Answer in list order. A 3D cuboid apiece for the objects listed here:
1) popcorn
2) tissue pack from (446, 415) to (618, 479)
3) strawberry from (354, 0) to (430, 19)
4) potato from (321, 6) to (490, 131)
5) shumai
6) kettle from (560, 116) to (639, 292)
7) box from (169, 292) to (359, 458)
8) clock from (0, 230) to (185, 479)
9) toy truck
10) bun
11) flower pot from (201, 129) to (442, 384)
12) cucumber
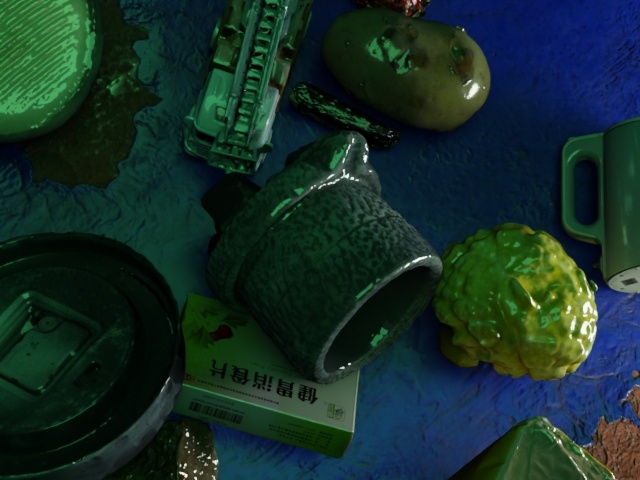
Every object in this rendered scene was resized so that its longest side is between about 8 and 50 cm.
[{"bbox_3d":[0.277,0.105,1.792,0.237,0.251,0.206,-5,49,22],"label":"popcorn"},{"bbox_3d":[0.198,0.435,1.563,0.228,0.382,0.293,34,56,1],"label":"tissue pack"},{"bbox_3d":[0.116,-0.412,1.934,0.140,0.085,0.192,20,72,-3],"label":"strawberry"},{"bbox_3d":[0.126,-0.252,1.862,0.262,0.165,0.165,14,75,-12],"label":"potato"},{"bbox_3d":[-0.234,0.326,1.672,0.175,0.166,0.206,7,71,15],"label":"shumai"},{"bbox_3d":[0.467,-0.052,1.897,0.210,0.160,0.243,-11,70,16],"label":"kettle"},{"bbox_3d":[-0.078,0.181,1.722,0.260,0.062,0.175,17,38,-7],"label":"box"},{"bbox_3d":[-0.360,0.155,1.620,0.386,0.076,0.386,-4,50,5],"label":"clock"},{"bbox_3d":[-0.101,-0.247,1.800,0.133,0.184,0.338,18,75,-6],"label":"toy truck"},{"bbox_3d":[-0.437,-0.269,1.763,0.287,0.146,0.287,1,81,-7],"label":"bun"},{"bbox_3d":[0.000,0.000,1.687,0.299,0.299,0.283,-38,66,-16],"label":"flower pot"},{"bbox_3d":[0.036,-0.183,1.881,0.181,0.053,0.053,25,74,-5],"label":"cucumber"}]
